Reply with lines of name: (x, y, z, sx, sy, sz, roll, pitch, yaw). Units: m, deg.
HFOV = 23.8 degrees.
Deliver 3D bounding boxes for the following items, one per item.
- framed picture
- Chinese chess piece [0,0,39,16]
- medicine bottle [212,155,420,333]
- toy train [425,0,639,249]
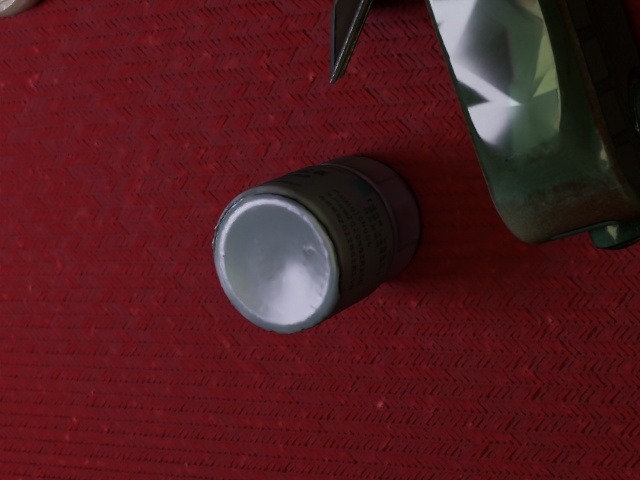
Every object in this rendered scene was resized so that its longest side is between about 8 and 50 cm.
framed picture: (0.037, -0.224, 1.268, 0.011, 0.183, 0.142, 18, 115, -9)
Chinese chess piece: (-0.324, -0.286, 1.526, 0.122, 0.051, 0.122, 8, 107, 28)
medicine bottle: (0.000, 0.000, 1.344, 0.135, 0.168, 0.135, 9, 107, 30)
toy train: (0.183, -0.141, 1.205, 0.129, 0.159, 0.326, -15, 97, 35)
